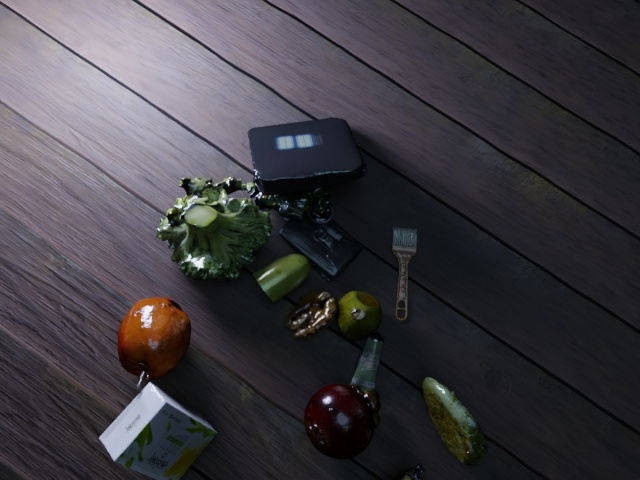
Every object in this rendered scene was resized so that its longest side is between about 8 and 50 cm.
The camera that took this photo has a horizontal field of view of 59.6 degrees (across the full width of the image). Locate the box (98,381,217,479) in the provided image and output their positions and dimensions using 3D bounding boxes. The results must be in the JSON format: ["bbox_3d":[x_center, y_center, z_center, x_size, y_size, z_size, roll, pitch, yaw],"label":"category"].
[{"bbox_3d":[-0.442,0.542,1.552,0.111,0.260,0.194,30,74,40],"label":"box"}]

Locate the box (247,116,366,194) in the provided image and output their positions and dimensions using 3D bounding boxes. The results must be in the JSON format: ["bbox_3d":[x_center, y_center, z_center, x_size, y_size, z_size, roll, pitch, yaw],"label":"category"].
[{"bbox_3d":[-0.053,-0.279,1.789,0.351,0.090,0.359,-9,41,-6],"label":"box"}]

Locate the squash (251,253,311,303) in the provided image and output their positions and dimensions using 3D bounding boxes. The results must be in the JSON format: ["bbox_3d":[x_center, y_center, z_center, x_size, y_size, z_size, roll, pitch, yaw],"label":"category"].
[{"bbox_3d":[-0.110,0.111,1.754,0.187,0.123,0.123,-31,80,-13],"label":"squash"}]

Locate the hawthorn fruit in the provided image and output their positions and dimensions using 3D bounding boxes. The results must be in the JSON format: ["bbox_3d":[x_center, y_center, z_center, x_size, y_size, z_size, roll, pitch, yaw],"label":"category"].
[{"bbox_3d":[-0.485,0.305,1.610,0.212,0.211,0.299,3,34,-3],"label":"hawthorn fruit"}]

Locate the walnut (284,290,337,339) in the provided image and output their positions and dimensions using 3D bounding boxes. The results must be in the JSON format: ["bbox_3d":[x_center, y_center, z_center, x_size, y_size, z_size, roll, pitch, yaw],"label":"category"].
[{"bbox_3d":[-0.025,0.235,1.744,0.170,0.069,0.143,-39,45,-8],"label":"walnut"}]

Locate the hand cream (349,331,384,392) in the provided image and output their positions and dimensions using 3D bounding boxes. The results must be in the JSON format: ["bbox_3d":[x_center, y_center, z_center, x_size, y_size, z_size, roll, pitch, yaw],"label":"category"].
[{"bbox_3d":[0.146,0.399,1.734,0.087,0.055,0.235,16,83,4],"label":"hand cream"}]

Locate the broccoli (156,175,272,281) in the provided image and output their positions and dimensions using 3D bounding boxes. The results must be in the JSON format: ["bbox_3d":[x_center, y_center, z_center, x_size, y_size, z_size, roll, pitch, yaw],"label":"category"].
[{"bbox_3d":[-0.326,-0.048,1.728,0.334,0.272,0.324,44,54,9],"label":"broccoli"}]

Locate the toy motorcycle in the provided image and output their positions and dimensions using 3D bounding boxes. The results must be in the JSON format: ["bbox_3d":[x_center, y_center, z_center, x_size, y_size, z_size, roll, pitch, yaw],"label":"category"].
[{"bbox_3d":[-0.083,-0.157,1.817,0.275,0.124,0.187,11,67,4],"label":"toy motorcycle"}]

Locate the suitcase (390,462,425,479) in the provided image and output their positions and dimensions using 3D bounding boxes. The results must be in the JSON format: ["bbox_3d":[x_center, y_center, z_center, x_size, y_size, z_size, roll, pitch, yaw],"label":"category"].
[{"bbox_3d":[0.244,0.772,1.577,0.235,0.143,0.194,-41,81,13],"label":"suitcase"}]

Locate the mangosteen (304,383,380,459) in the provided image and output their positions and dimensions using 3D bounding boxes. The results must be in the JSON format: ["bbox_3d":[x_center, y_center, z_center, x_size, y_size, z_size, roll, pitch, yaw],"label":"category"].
[{"bbox_3d":[0.080,0.514,1.632,0.258,0.215,0.215,-16,76,-35],"label":"mangosteen"}]

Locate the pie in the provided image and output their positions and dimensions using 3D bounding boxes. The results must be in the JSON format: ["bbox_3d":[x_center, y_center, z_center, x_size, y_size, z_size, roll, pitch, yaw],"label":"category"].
[{"bbox_3d":[0.385,0.518,1.615,0.079,0.277,0.276,-22,78,-11],"label":"pie"}]

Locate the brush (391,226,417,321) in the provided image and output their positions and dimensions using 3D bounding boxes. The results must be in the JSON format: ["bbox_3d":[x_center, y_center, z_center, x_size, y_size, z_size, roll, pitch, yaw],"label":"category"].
[{"bbox_3d":[0.271,0.109,1.830,0.090,0.017,0.314,5,77,-2],"label":"brush"}]

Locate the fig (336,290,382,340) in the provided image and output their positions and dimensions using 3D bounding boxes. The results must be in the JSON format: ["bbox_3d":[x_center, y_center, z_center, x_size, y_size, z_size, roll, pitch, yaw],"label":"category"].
[{"bbox_3d":[0.118,0.226,1.714,0.144,0.165,0.154,44,77,3],"label":"fig"}]

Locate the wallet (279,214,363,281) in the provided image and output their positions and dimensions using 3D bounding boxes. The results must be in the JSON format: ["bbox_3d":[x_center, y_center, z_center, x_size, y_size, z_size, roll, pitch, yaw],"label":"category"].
[{"bbox_3d":[0.000,0.000,1.825,0.245,0.052,0.168,41,72,9],"label":"wallet"}]
